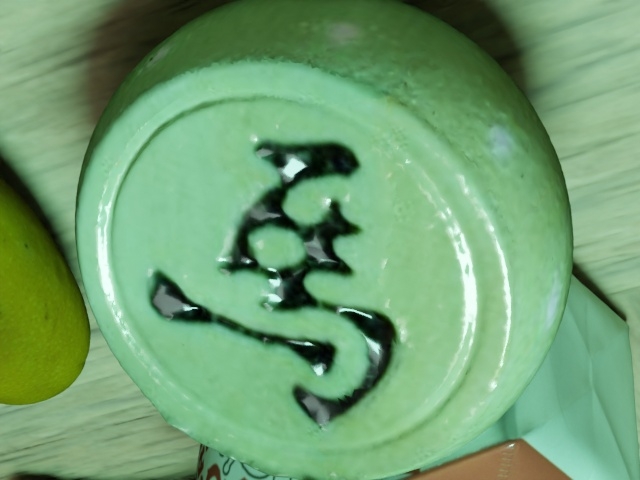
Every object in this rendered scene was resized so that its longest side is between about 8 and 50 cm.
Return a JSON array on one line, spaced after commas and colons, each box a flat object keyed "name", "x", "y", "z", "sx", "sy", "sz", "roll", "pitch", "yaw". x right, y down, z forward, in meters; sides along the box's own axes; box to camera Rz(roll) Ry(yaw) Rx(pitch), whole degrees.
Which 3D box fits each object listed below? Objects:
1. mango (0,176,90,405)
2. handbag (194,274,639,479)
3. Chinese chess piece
[{"name": "mango", "x": -0.215, "y": 0.021, "z": 1.047, "sx": 0.138, "sy": 0.113, "sz": 0.253, "roll": -14, "pitch": 146, "yaw": 16}, {"name": "handbag", "x": 0.031, "y": 0.124, "z": 1.106, "sx": 0.298, "sy": 0.171, "sz": 0.151, "roll": -22, "pitch": 136, "yaw": 29}, {"name": "Chinese chess piece", "x": 0.000, "y": 0.000, "z": 0.921, "sx": 0.250, "sy": 0.101, "sz": 0.250, "roll": 9, "pitch": 117, "yaw": 18}]
